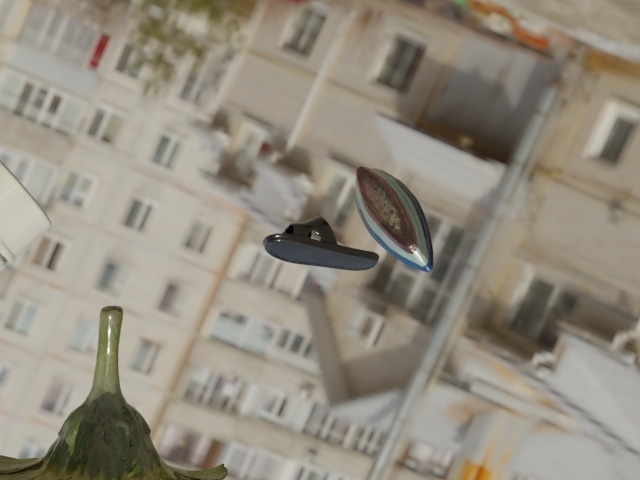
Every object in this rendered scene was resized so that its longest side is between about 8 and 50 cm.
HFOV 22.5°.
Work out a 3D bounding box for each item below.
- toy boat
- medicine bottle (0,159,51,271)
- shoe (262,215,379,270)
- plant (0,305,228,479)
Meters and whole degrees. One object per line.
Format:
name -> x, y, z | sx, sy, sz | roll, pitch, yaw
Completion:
toy boat -> 0.097, -0.032, 2.159 | 0.046, 0.080, 0.229 | 50, -173, -37
medicine bottle -> -0.408, 0.016, 1.684 | 0.139, 0.237, 0.139 | 46, 167, 13
shoe -> 0.000, 0.000, 1.985 | 0.159, 0.053, 0.062 | 13, 155, -26
plant -> -0.282, 0.257, 1.924 | 0.306, 0.297, 0.261 | -5, 161, -47
